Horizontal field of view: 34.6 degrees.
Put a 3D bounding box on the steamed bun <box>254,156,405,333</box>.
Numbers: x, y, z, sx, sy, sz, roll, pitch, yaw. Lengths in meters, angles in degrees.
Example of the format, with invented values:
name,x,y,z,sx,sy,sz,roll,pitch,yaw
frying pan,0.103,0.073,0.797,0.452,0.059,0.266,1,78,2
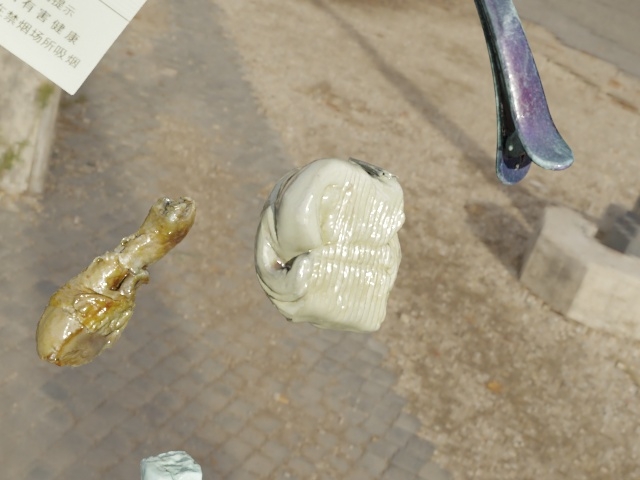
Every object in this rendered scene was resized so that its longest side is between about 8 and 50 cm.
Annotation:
name,x,y,z,sx,sy,sz,roll,pitch,yaw
steamed bun,0.000,-0.002,1.264,0.218,0.211,0.144,8,7,-45

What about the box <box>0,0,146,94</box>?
name,x,y,z,sx,sy,sz,roll,pitch,yaw
box,-0.190,-0.252,0.846,0.139,0.245,0.035,37,21,-22

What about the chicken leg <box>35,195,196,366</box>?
name,x,y,z,sx,sy,sz,roll,pitch,yaw
chicken leg,-0.187,0.033,0.949,0.069,0.198,0.085,39,-3,28

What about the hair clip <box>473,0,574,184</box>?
name,x,y,z,sx,sy,sz,roll,pitch,yaw
hair clip,0.164,-0.191,0.948,0.048,0.275,0.083,-16,0,-24

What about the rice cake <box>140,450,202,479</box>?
name,x,y,z,sx,sy,sz,roll,pitch,yaw
rice cake,-0.115,0.267,0.718,0.042,0.245,0.045,1,15,-33
